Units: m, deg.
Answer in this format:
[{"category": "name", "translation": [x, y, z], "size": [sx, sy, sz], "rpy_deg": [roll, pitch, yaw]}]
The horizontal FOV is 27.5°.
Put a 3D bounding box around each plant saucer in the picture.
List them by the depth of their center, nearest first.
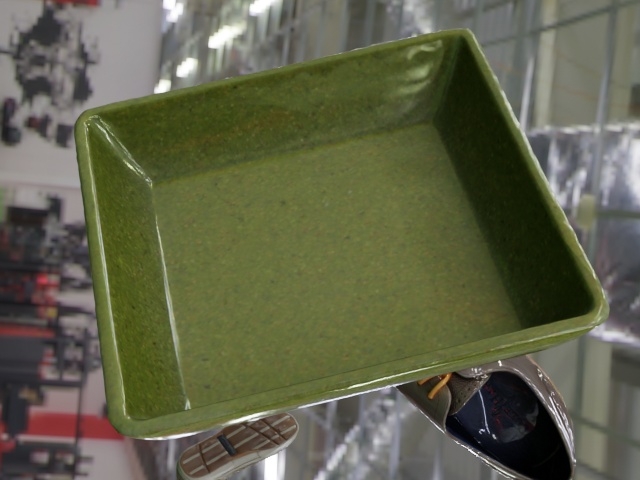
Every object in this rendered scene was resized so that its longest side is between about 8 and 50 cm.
[{"category": "plant saucer", "translation": [0.000, 0.000, 0.549], "size": [0.045, 0.188, 0.188], "rpy_deg": [81, -6, -45]}]

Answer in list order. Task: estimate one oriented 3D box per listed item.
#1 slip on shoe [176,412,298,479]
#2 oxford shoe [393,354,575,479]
[{"category": "slip on shoe", "translation": [-0.085, 0.214, 1.328], "size": [0.051, 0.135, 0.041], "rpy_deg": [51, -32, 23]}, {"category": "oxford shoe", "translation": [0.099, 0.083, 1.159], "size": [0.130, 0.364, 0.133], "rpy_deg": [-49, -168, 5]}]
